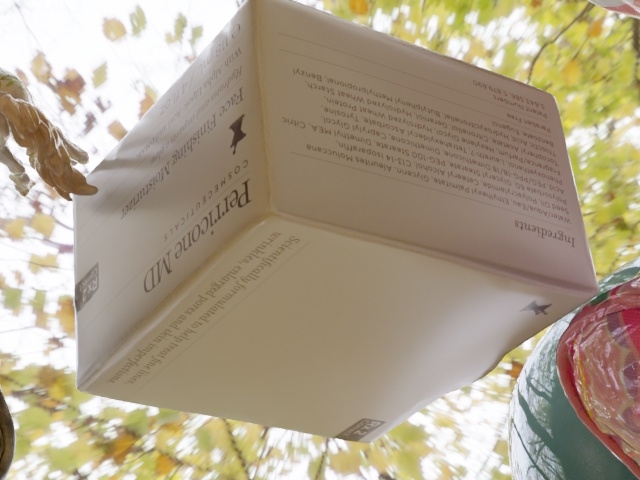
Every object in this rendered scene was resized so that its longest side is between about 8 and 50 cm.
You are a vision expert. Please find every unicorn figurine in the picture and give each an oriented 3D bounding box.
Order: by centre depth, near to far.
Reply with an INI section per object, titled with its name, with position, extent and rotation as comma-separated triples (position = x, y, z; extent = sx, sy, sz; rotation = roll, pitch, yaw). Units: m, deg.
[unicorn figurine]
position = -0.185, -0.072, 0.736
extent = 0.162, 0.111, 0.060
rotation = 10, -111, 28

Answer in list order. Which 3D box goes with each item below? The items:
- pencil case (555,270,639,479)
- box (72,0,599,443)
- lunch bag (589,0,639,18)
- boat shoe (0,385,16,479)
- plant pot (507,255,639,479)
[pencil case]
position = 0.223, -0.004, 0.591
extent = 0.284, 0.124, 0.124
rotation = -37, -93, -26
[box]
position = 0.000, 0.000, 0.715
extent = 0.182, 0.181, 0.119
rotation = 15, -127, -32
[lunch bag]
position = 0.234, -0.245, 0.761
extent = 0.258, 0.120, 0.293
rotation = 8, -86, -27
[boat shoe]
position = -0.237, -0.019, 0.581
extent = 0.335, 0.119, 0.121
rotation = 44, -112, -24
[plant pot]
position = 0.250, 0.140, 0.886
extent = 0.293, 0.293, 0.235
rotation = -40, -130, -3
